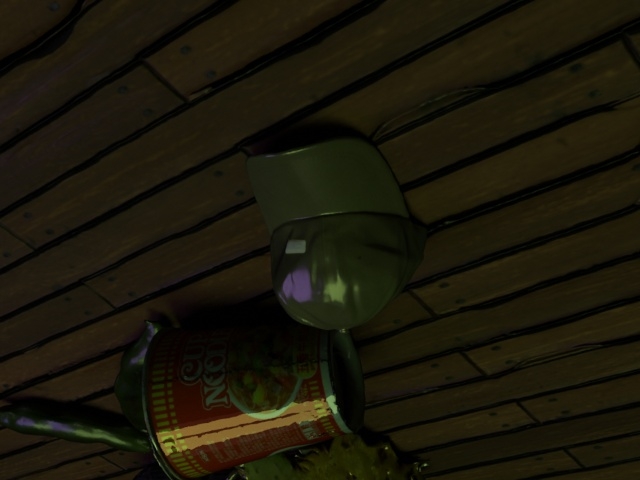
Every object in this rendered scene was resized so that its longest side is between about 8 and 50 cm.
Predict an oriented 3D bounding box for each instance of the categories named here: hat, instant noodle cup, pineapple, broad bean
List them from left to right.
[{"bbox_3d":[-0.353,0.270,1.304,0.254,0.046,0.065,12,153,-1],"label":"broad bean"},{"bbox_3d":[-0.239,0.186,1.181,0.060,0.043,0.297,7,142,-12],"label":"broad bean"},{"bbox_3d":[-0.066,0.174,1.031,0.212,0.193,0.193,-12,135,15],"label":"instant noodle cup"},{"bbox_3d":[-0.058,0.370,1.221,0.286,0.344,0.209,47,149,-15],"label":"pineapple"},{"bbox_3d":[0.000,0.000,0.846,0.166,0.144,0.173,-10,158,21],"label":"hat"}]

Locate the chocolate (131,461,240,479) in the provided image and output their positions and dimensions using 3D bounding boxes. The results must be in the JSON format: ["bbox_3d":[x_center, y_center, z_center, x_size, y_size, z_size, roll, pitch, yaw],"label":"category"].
[{"bbox_3d":[-0.175,0.390,1.358,0.248,0.110,0.110,7,140,9],"label":"chocolate"}]
